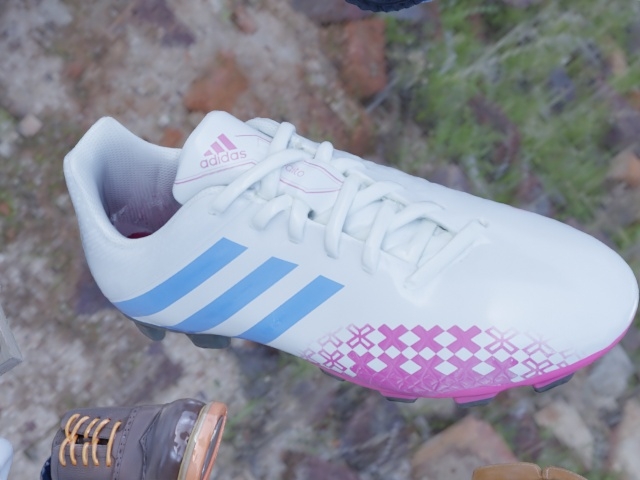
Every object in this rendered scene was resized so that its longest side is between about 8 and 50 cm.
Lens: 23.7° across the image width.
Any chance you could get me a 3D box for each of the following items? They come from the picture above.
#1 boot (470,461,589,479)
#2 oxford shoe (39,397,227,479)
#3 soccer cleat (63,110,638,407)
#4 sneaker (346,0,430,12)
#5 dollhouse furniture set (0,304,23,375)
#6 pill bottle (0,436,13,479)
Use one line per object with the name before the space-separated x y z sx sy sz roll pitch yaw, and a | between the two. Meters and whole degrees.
boot | 0.179 0.198 0.954 0.197 0.073 0.152 19 17 1
oxford shoe | -0.182 0.211 1.402 0.132 0.364 0.130 25 63 -11
soccer cleat | 0.000 0.000 0.817 0.116 0.331 0.143 -59 142 -39
sneaker | 0.100 -0.154 0.693 0.082 0.209 0.069 -44 122 -44
dollhouse furniture set | -0.450 0.130 1.761 0.144 0.151 0.123 62 11 24
pill bottle | -0.263 0.126 0.861 0.160 0.087 0.087 22 43 -2
